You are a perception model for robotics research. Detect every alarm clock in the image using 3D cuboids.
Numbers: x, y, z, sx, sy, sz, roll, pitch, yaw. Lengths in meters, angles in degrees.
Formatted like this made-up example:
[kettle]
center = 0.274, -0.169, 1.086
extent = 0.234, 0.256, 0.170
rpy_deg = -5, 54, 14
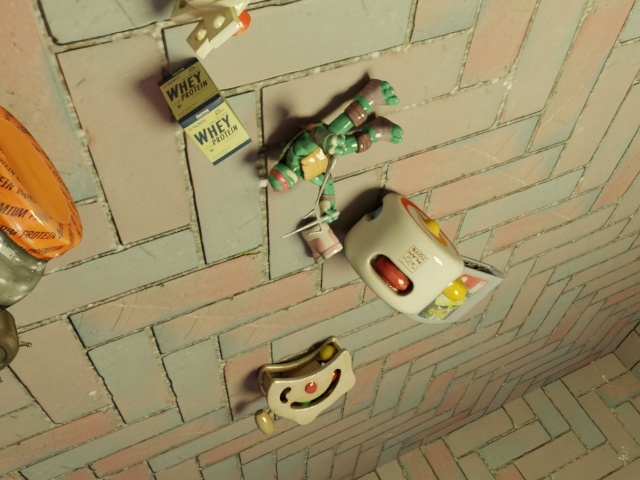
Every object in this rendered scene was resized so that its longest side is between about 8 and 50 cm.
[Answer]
[alarm clock]
center = -0.496, 0.137, 0.827
extent = 0.129, 0.064, 0.192
rpy_deg = -28, 144, -5

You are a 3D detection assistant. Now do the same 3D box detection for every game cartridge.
[game cartridge]
center = 0.306, 0.122, 1.459
extent = 0.196, 0.060, 0.294
rpy_deg = -44, 145, 25

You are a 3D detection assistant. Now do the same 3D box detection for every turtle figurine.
[turtle figurine]
center = 0.010, -0.117, 0.846
extent = 0.234, 0.118, 0.175
rpy_deg = -41, 164, -13

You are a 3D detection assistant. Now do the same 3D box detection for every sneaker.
[sneaker]
center = 0.000, 0.000, 1.062
extent = 0.051, 0.070, 0.134
rpy_deg = -36, 177, -9

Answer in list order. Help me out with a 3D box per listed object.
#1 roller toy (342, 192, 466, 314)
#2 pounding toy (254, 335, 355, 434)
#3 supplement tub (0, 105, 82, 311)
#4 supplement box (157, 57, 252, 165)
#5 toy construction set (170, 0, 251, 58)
[roller toy]
center = 0.151, 0.020, 1.062
extent = 0.146, 0.209, 0.191
rpy_deg = -45, 139, 18
[pounding toy]
center = -0.064, 0.316, 1.402
extent = 0.270, 0.155, 0.154
rpy_deg = -38, 119, -7
[supplement tub]
center = -0.426, 0.015, 0.584
extent = 0.338, 0.207, 0.207
rpy_deg = -29, 147, -4
[supplement box]
center = -0.135, -0.150, 0.712
extent = 0.056, 0.083, 0.083
rpy_deg = -34, 146, 1
[toy construction set]
center = -0.122, -0.285, 0.484
extent = 0.215, 0.151, 0.328
rpy_deg = -61, 152, 0
